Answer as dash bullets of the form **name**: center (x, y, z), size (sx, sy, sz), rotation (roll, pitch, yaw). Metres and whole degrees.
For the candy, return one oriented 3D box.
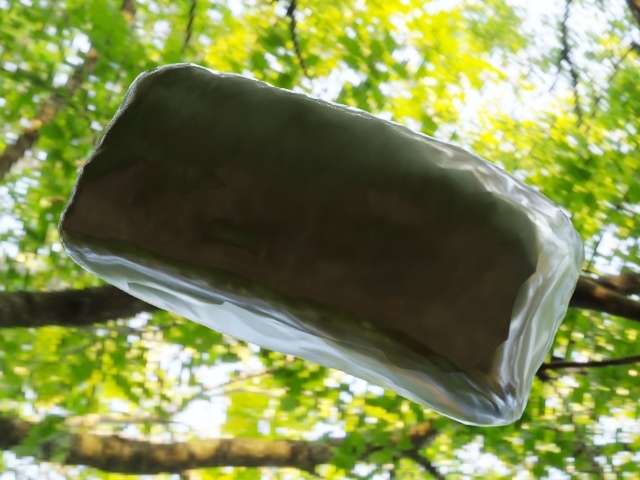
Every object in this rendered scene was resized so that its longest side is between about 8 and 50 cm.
- **candy**: center (0.000, 0.000, 0.660), size (0.234, 0.102, 0.104), rotation (17, -109, 24)
